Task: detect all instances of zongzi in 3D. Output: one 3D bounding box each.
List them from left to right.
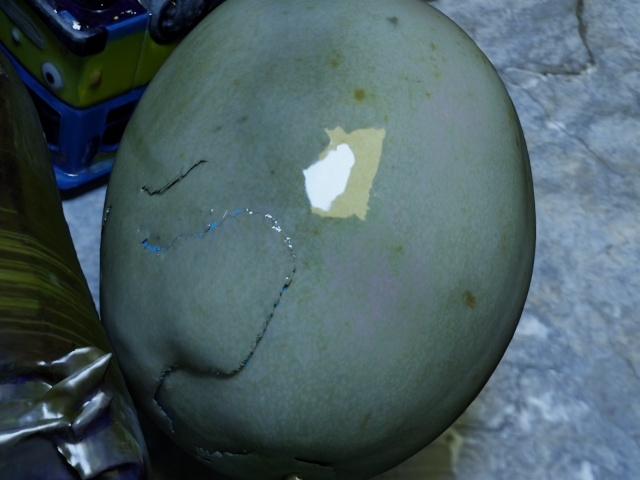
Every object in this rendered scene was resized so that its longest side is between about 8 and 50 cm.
[{"bbox_3d":[-0.333,0.061,0.713,0.432,0.207,0.403,-14,48,-11],"label":"zongzi"}]

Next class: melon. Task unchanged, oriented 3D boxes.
[{"bbox_3d":[0.000,0.000,0.816,0.269,0.268,0.330,13,55,-9],"label":"melon"}]

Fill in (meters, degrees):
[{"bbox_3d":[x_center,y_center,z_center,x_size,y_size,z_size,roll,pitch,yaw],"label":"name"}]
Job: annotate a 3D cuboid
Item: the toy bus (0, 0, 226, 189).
[{"bbox_3d":[-0.111,-0.173,0.994,0.288,0.175,0.138,-28,64,-37],"label":"toy bus"}]
